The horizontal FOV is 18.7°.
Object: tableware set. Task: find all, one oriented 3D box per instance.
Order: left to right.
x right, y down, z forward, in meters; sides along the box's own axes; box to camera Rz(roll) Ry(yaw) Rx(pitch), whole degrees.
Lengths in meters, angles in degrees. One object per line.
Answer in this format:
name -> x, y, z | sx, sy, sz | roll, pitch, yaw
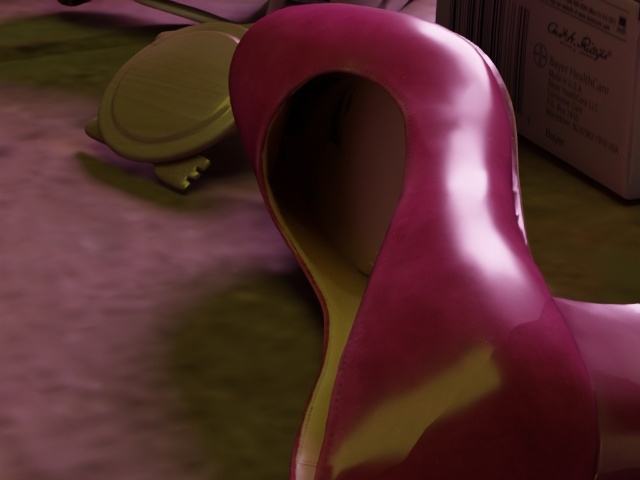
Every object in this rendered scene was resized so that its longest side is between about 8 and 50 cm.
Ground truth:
tableware set -> 0.005, -0.078, 0.660 | 0.141, 0.020, 0.169 | 9, 56, 33

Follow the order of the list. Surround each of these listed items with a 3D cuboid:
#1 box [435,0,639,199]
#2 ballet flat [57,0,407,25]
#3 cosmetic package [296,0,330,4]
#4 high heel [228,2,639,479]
box -> 0.131, -0.077, 0.691 | 0.137, 0.072, 0.126 | -10, 27, -26
ballet flat -> -0.012, -0.121, 0.771 | 0.221, 0.079, 0.077 | 0, 2, 21
cosmetic package -> 0.026, -0.137, 0.860 | 0.060, 0.041, 0.115 | 12, 26, 22
high heel -> 0.000, 0.000, 0.500 | 0.117, 0.082, 0.244 | 0, 35, -30
